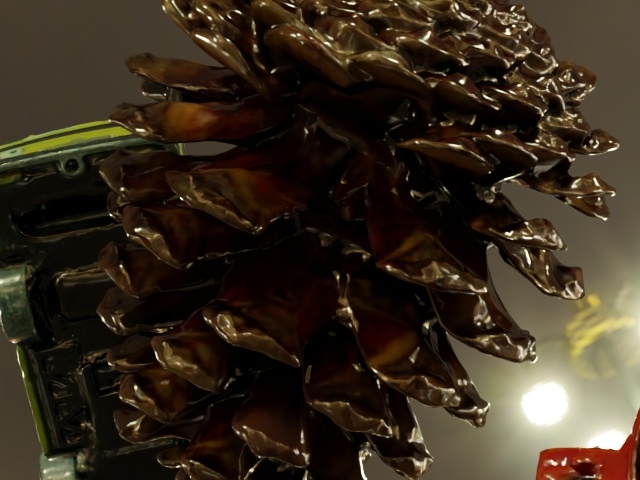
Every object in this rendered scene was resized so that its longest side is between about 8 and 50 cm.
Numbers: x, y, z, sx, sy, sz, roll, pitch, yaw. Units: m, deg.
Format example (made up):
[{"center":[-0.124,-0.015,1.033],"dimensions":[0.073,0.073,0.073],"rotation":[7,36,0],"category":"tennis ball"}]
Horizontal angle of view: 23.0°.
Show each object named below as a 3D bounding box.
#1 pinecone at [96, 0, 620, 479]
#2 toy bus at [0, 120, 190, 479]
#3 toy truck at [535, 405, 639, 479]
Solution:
[{"center":[0.002,0.000,0.745],"dimensions":[0.246,0.246,0.292],"rotation":[13,-72,-34],"category":"pinecone"},{"center":[-0.120,0.053,0.958],"dimensions":[0.128,0.150,0.262],"rotation":[-11,-70,-1],"category":"toy bus"},{"center":[0.104,0.149,0.496],"dimensions":[0.107,0.114,0.253],"rotation":[21,-91,-25],"category":"toy truck"}]
